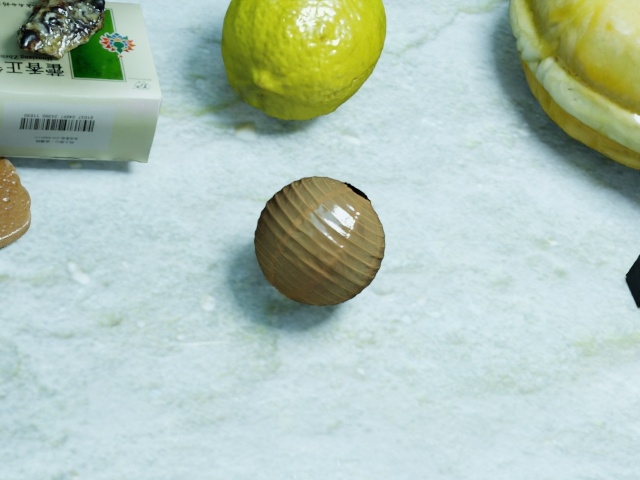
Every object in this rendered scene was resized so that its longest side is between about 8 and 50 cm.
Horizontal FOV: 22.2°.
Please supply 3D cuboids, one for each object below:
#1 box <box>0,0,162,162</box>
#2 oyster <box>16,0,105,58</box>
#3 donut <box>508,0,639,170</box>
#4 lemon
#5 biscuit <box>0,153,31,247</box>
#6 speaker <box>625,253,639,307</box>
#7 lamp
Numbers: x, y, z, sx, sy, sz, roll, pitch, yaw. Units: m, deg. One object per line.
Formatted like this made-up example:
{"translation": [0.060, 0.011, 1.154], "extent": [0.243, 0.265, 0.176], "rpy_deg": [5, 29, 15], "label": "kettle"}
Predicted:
{"translation": [-0.284, -0.169, 1.694], "extent": [0.212, 0.095, 0.168], "rpy_deg": [1, 46, -19], "label": "box"}
{"translation": [-0.263, -0.223, 1.665], "extent": [0.086, 0.029, 0.132], "rpy_deg": [12, 40, -9], "label": "oyster"}
{"translation": [0.440, -0.246, 1.932], "extent": [0.449, 0.198, 0.449], "rpy_deg": [4, 48, -5], "label": "donut"}
{"translation": [-0.018, -0.223, 1.793], "extent": [0.180, 0.180, 0.193], "rpy_deg": [12, 49, -9], "label": "lemon"}
{"translation": [-0.343, -0.043, 1.632], "extent": [0.102, 0.019, 0.130], "rpy_deg": [-10, 56, -26], "label": "biscuit"}
{"translation": [0.452, 0.026, 1.809], "extent": [0.218, 0.082, 0.044], "rpy_deg": [-5, 54, -21], "label": "speaker"}
{"translation": [0.000, 0.000, 1.640], "extent": [0.136, 0.136, 0.136], "rpy_deg": [10, 50, -12], "label": "lamp"}
